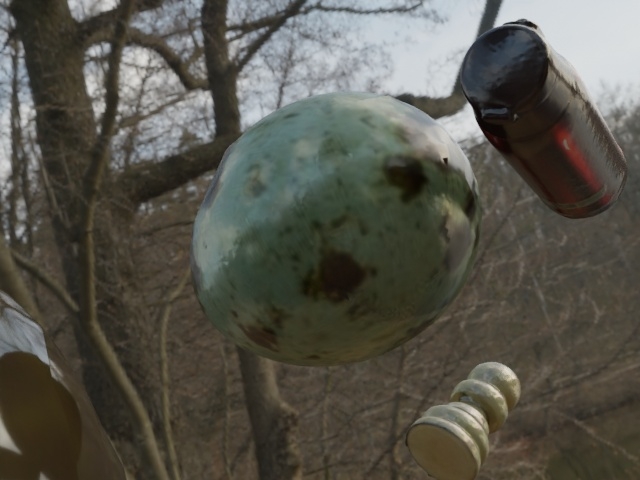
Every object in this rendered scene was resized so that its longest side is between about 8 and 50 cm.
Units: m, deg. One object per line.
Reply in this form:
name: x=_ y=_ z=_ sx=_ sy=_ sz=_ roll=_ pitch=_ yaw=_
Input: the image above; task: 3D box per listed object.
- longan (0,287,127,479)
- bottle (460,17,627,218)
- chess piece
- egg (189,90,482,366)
longan: x=-0.263 y=0.149 z=0.335 sx=0.404 sy=0.404 sz=0.336 roll=-8 pitch=-56 yaw=-37
bottle: x=0.123 y=-0.062 z=0.436 sx=0.060 sy=0.060 sz=0.164 roll=-25 pitch=-26 yaw=22
chess piece: x=0.187 y=0.211 z=1.000 sx=0.170 sy=0.094 sz=0.094 roll=-41 pitch=3 yaw=-41
egg: x=0.000 y=0.000 z=0.529 sx=0.169 sy=0.169 sz=0.231 roll=-6 pitch=-20 yaw=-41
